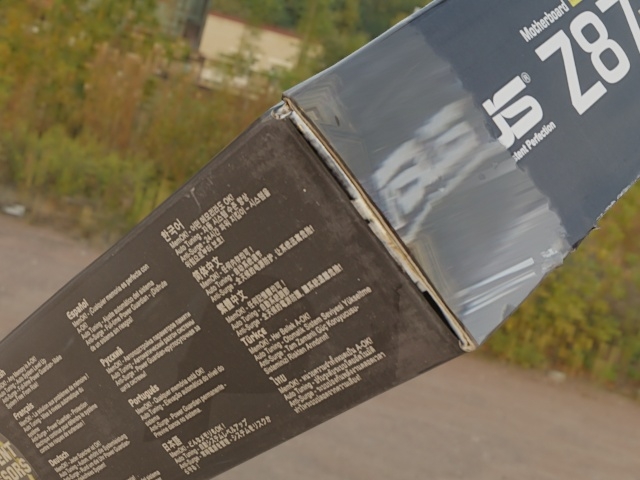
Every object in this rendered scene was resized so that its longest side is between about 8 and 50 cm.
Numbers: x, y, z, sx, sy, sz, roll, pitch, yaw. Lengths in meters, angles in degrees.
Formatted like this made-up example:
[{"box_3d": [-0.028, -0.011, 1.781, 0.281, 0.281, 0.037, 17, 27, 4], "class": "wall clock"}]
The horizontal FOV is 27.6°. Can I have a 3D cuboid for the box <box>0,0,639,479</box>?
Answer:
[{"box_3d": [0.000, 0.000, 0.578, 0.318, 0.097, 0.395, -40, 4, -41], "class": "box"}]
